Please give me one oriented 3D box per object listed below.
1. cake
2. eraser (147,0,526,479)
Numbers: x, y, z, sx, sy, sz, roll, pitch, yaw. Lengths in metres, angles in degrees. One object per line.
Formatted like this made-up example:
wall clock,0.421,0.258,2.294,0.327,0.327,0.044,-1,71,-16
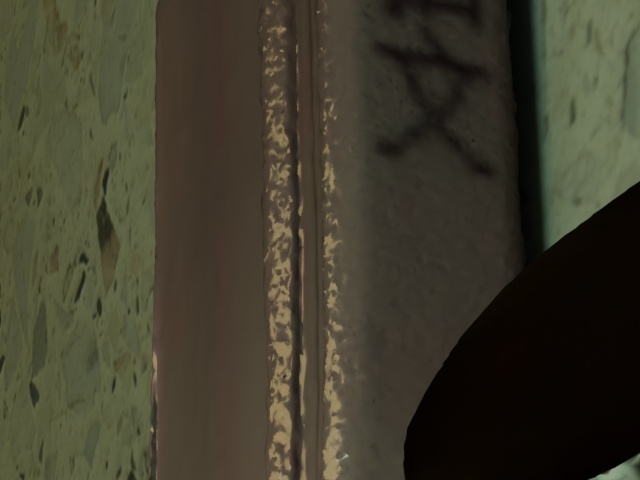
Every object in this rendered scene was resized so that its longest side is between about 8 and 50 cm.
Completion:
cake,0.145,0.082,0.585,0.207,0.178,0.185,-41,14,3
eraser,0.000,0.000,0.987,0.272,0.122,0.359,145,128,-61
